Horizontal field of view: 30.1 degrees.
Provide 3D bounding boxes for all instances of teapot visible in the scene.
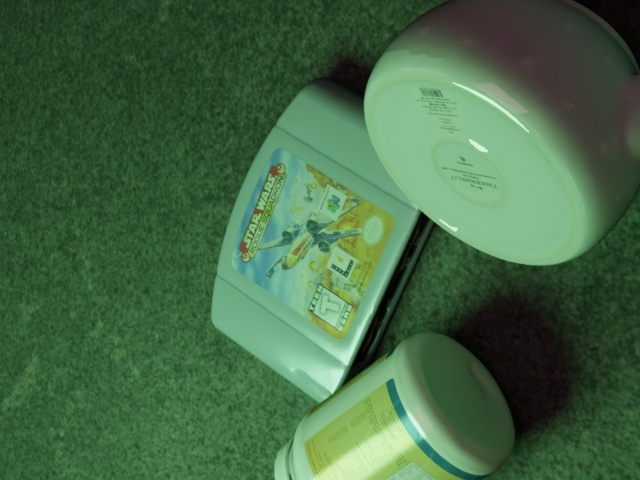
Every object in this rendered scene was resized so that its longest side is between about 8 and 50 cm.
[{"bbox_3d":[0.171,-0.116,0.991,0.256,0.187,0.252,37,156,8],"label":"teapot"}]

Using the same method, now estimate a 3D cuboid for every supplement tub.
[{"bbox_3d":[0.066,0.193,1.119,0.199,0.144,0.144,-41,74,30],"label":"supplement tub"}]

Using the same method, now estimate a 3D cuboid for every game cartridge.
[{"bbox_3d":[0.000,0.000,1.198,0.198,0.062,0.297,31,111,22],"label":"game cartridge"}]
